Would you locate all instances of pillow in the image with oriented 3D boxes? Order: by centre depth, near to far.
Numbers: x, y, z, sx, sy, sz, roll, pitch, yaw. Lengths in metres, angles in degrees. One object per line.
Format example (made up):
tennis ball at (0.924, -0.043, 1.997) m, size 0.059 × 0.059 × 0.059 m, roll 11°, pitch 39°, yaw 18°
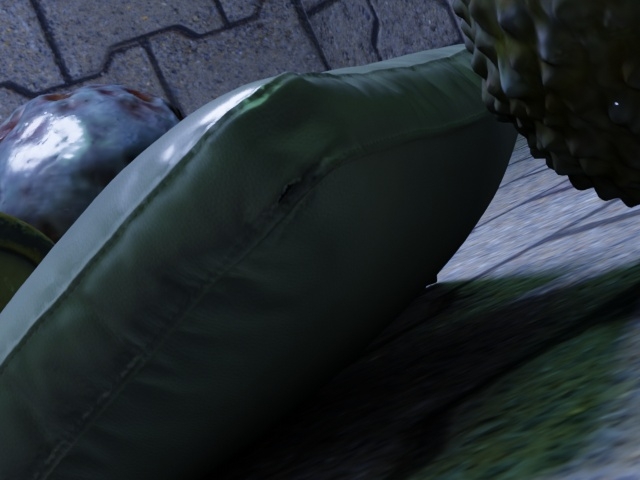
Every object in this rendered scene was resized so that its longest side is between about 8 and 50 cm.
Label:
pillow at (-0.029, 0.013, 0.644) m, size 0.255 × 0.120 × 0.322 m, roll -46°, pitch -8°, yaw 23°

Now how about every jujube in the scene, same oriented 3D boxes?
jujube at (-0.173, 0.005, 1.057) m, size 0.215 × 0.246 × 0.308 m, roll 1°, pitch -16°, yaw -13°

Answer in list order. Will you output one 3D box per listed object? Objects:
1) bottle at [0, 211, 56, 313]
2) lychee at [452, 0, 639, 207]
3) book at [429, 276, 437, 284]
bottle at (-0.308, 0.119, 0.862) m, size 0.351 × 0.171 × 0.171 m, roll -24°, pitch 2°, yaw 29°
lychee at (0.170, -0.116, 0.555) m, size 0.255 × 0.255 × 0.274 m, roll -26°, pitch -9°, yaw -43°
book at (0.000, 0.000, 0.877) m, size 0.160 × 0.024 × 0.228 m, roll -24°, pitch -27°, yaw -9°
